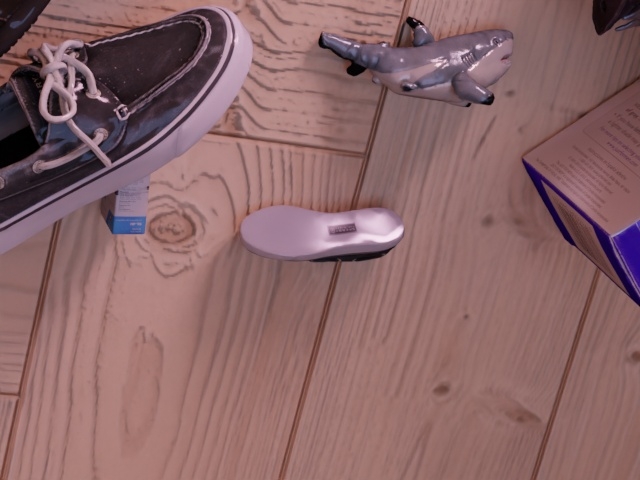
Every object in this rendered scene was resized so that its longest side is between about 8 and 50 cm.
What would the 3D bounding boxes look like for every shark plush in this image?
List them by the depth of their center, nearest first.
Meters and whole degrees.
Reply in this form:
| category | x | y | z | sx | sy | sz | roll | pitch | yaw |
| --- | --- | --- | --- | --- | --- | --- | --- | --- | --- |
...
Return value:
| category | x | y | z | sx | sy | sz | roll | pitch | yaw |
| --- | --- | --- | --- | --- | --- | --- | --- | --- | --- |
| shark plush | 0.078 | -0.152 | 1.627 | 0.161 | 0.073 | 0.067 | 8 | 91 | -1 |

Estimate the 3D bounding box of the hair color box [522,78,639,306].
| category | x | y | z | sx | sy | sz | roll | pitch | yaw |
| --- | --- | --- | --- | --- | --- | --- | --- | --- | --- |
| hair color box | 0.361 | -0.093 | 1.660 | 0.339 | 0.185 | 0.110 | -35 | 120 | -2 |

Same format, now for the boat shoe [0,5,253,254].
| category | x | y | z | sx | sy | sz | roll | pitch | yaw |
| --- | --- | --- | --- | --- | --- | --- | --- | --- | --- |
| boat shoe | -0.196 | -0.097 | 1.494 | 0.306 | 0.113 | 0.105 | -29 | 144 | 2 |

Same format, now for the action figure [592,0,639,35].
| category | x | y | z | sx | sy | sz | roll | pitch | yaw |
| --- | --- | --- | --- | --- | --- | --- | --- | --- | --- |
| action figure | 0.349 | -0.245 | 1.605 | 0.285 | 0.185 | 0.099 | -12 | 156 | -8 |

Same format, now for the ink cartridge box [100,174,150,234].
| category | x | y | z | sx | sy | sz | roll | pitch | yaw |
| --- | --- | --- | --- | --- | --- | --- | --- | --- | --- |
| ink cartridge box | -0.154 | -0.052 | 1.573 | 0.028 | 0.048 | 0.083 | 0 | 113 | -19 |

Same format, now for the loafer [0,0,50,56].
| category | x | y | z | sx | sy | sz | roll | pitch | yaw |
| --- | --- | --- | --- | --- | --- | --- | --- | --- | --- |
| loafer | -0.208 | -0.232 | 1.456 | 0.078 | 0.080 | 0.220 | 36 | 98 | -29 |

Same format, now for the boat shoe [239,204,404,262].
| category | x | y | z | sx | sy | sz | roll | pitch | yaw |
| --- | --- | --- | --- | --- | --- | --- | --- | --- | --- |
| boat shoe | 0.000 | 0.000 | 1.654 | 0.142 | 0.049 | 0.040 | -1 | 152 | -14 |
